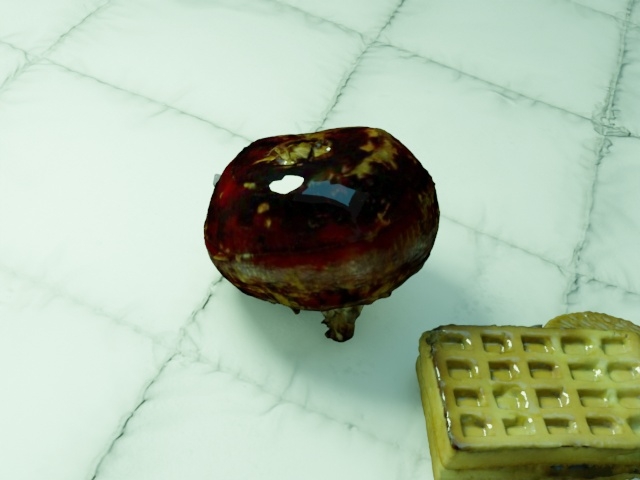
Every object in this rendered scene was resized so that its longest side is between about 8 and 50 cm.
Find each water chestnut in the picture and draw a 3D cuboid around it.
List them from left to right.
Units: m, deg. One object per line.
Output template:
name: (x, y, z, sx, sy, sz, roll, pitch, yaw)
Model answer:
water chestnut: (0.000, 0.000, 1.464, 0.350, 0.302, 0.350, -11, 19, 4)

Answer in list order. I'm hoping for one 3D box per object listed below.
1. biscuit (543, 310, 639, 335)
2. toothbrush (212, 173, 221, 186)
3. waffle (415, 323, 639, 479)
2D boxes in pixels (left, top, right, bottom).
biscuit: (0.441, 0.204, 1.544, 0.254, 0.035, 0.254, 8, 41, -7)
toothbrush: (-0.004, -0.073, 1.715, 0.354, 0.024, 0.029, 10, 36, -8)
waffle: (0.303, 0.222, 1.402, 0.327, 0.098, 0.224, 2, 49, -10)
